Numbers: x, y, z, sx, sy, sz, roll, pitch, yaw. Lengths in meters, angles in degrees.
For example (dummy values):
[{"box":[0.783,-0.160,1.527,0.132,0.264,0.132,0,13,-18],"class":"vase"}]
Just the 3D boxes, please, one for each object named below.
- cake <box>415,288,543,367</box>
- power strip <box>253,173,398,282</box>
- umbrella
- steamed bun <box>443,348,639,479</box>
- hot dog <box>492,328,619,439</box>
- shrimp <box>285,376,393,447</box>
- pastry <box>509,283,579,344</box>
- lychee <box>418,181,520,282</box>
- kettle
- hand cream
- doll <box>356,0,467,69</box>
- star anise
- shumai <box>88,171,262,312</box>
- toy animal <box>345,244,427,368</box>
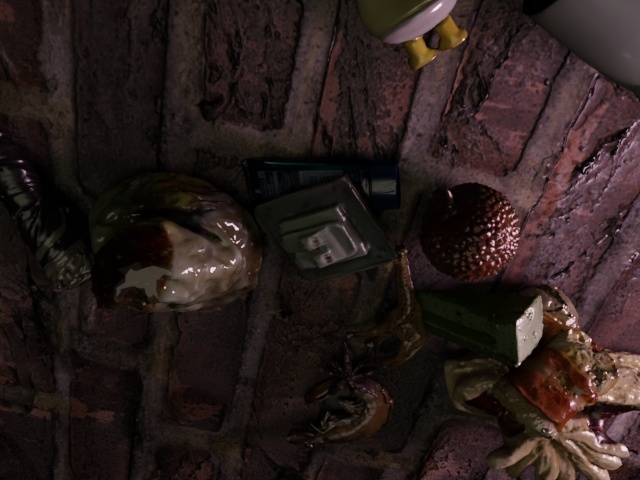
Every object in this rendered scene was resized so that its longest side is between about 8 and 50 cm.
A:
[{"box":[0.264,0.148,1.020,0.236,0.099,0.100,2,116,34],"class":"cake"},{"box":[0.000,0.000,0.985,0.213,0.064,0.198,-19,124,32],"class":"power strip"},{"box":[-0.517,-0.072,1.034,0.113,0.106,0.357,-23,107,8],"class":"umbrella"},{"box":[0.455,0.350,1.120,0.429,0.189,0.247,2,127,4],"class":"steamed bun"},{"box":[0.410,0.252,1.007,0.213,0.146,0.103,-34,154,1],"class":"hot dog"},{"box":[0.034,0.372,1.245,0.254,0.058,0.173,-14,109,10],"class":"shrimp"},{"box":[0.400,0.149,1.064,0.154,0.081,0.153,3,129,3],"class":"pastry"},{"box":[0.239,-0.017,0.938,0.165,0.165,0.197,-38,125,23],"class":"lychee"},{"box":[0.430,-0.323,0.761,0.237,0.161,0.221,33,87,-13],"class":"kettle"},{"box":[0.000,-0.089,0.985,0.271,0.061,0.120,-2,118,12],"class":"hand cream"},{"box":[0.095,-0.385,0.781,0.142,0.117,0.296,-25,101,25],"class":"doll"},{"box":[0.057,0.263,1.177,0.124,0.056,0.129,-2,107,11],"class":"star anise"},{"box":[-0.266,0.055,0.973,0.310,0.263,0.303,-11,116,11],"class":"shumai"},{"box":[0.145,0.138,1.092,0.149,0.054,0.275,24,122,10],"class":"toy animal"}]
